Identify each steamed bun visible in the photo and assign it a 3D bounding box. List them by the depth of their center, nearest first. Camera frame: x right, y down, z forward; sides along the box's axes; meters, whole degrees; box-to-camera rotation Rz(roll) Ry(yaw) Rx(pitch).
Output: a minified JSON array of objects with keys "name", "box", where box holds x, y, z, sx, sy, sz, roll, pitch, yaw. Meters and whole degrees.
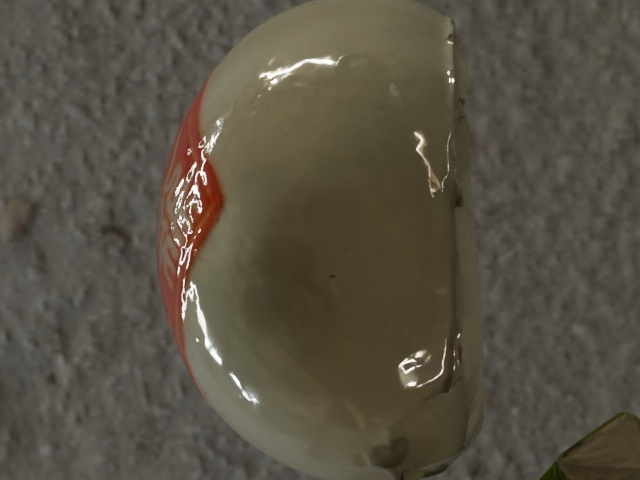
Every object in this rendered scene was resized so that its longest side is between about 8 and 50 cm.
[{"name":"steamed bun","box":[0.000,0.000,1.247,0.241,0.374,0.375,-1,95,6]}]

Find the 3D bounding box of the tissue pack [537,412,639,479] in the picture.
[{"name":"tissue pack","box":[0.185,0.299,1.221,0.200,0.167,0.275,46,120,15]}]
